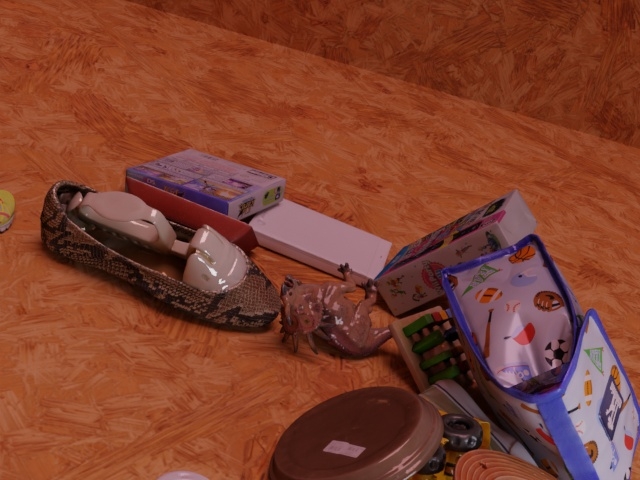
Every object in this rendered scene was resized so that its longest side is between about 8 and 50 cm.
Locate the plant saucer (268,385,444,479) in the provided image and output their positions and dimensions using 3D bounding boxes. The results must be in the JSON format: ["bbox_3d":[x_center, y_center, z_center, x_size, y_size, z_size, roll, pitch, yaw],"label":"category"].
[{"bbox_3d":[0.047,0.299,1.374,0.278,0.041,0.278,-18,19,6],"label":"plant saucer"}]

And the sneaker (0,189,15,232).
[{"bbox_3d":[-0.628,-0.060,1.689,0.081,0.094,0.208,21,26,5],"label":"sneaker"}]

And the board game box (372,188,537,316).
[{"bbox_3d":[0.287,0.026,1.932,0.097,0.303,0.224,58,30,-5],"label":"board game box"}]

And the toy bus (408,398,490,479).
[{"bbox_3d":[0.129,0.338,1.443,0.211,0.149,0.220,24,27,36],"label":"toy bus"}]

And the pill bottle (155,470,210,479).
[{"bbox_3d":[-0.183,0.373,1.119,0.094,0.169,0.094,16,27,-9],"label":"pill bottle"}]

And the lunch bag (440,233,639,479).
[{"bbox_3d":[0.387,0.231,1.554,0.239,0.328,0.385,-25,31,11],"label":"lunch bag"}]

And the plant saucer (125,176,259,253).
[{"bbox_3d":[-0.256,-0.036,1.832,0.258,0.047,0.259,22,-9,3],"label":"plant saucer"}]

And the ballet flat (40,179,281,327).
[{"bbox_3d":[-0.291,0.016,1.679,0.483,0.182,0.164,22,49,2],"label":"ballet flat"}]

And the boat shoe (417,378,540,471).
[{"bbox_3d":[0.264,0.359,1.548,0.094,0.109,0.302,-24,42,-21],"label":"boat shoe"}]

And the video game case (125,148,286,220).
[{"bbox_3d":[-0.254,-0.123,2.039,0.269,0.061,0.244,19,22,23],"label":"video game case"}]

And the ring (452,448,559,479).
[{"bbox_3d":[0.325,0.425,1.292,0.336,0.032,0.336,29,19,-11],"label":"ring"}]

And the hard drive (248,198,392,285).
[{"bbox_3d":[0.000,0.000,2.062,0.307,0.040,0.203,22,27,3],"label":"hard drive"}]

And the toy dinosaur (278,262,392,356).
[{"bbox_3d":[0.030,0.154,1.728,0.296,0.127,0.200,32,36,-14],"label":"toy dinosaur"}]

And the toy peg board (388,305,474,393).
[{"bbox_3d":[0.236,0.201,1.739,0.161,0.079,0.161,-13,72,-46],"label":"toy peg board"}]
